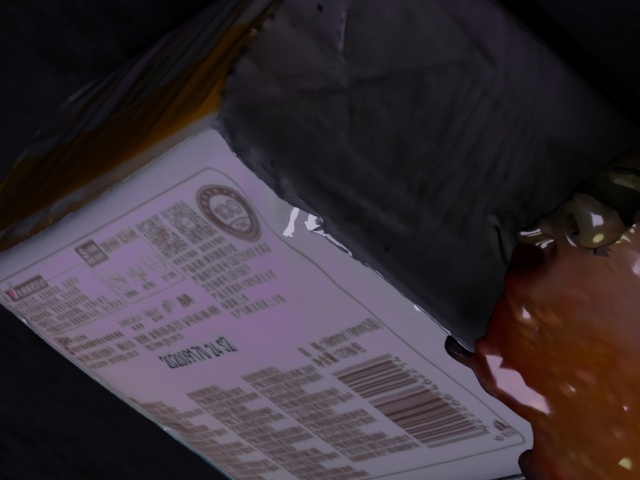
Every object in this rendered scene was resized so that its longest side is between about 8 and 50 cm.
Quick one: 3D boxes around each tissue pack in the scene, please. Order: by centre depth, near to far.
[{"bbox_3d":[0.000,0.000,0.698,0.185,0.124,0.225,41,151,-15],"label":"tissue pack"}]

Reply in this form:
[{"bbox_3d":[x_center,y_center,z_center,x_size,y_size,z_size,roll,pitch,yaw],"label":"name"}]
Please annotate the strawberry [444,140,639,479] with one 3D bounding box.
[{"bbox_3d":[0.200,0.034,0.503,0.280,0.150,0.253,40,147,12],"label":"strawberry"}]
